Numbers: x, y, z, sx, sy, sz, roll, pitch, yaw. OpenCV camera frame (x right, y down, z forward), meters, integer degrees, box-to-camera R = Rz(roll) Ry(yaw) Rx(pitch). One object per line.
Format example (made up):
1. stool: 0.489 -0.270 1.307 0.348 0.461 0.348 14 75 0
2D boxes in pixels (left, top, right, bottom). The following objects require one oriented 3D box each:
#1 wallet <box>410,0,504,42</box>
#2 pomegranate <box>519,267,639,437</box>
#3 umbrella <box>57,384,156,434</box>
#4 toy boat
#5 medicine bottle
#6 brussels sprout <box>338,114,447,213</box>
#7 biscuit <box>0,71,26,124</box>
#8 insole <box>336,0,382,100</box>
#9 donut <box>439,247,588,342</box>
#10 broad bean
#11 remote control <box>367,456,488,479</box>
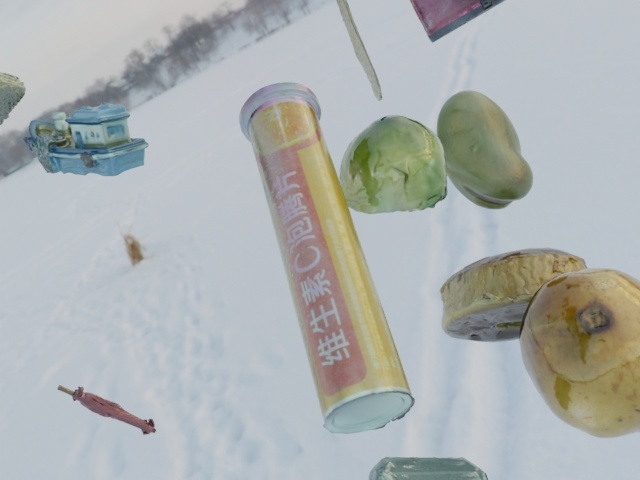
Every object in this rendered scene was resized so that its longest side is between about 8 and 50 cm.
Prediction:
1. wallet: 0.275 -0.466 1.260 0.232 0.119 0.025 -27 3 20
2. pomegranate: 0.475 0.181 1.191 0.307 0.307 0.307 -26 17 9
3. umbrella: -0.322 0.255 1.070 0.025 0.165 0.027 -20 41 56
4. toy boat: -0.364 -0.157 1.056 0.238 0.098 0.109 8 24 37
5. medicine bottle: 0.000 0.000 0.800 0.108 0.108 0.426 -26 55 11
6. brussels sprout: 0.093 -0.105 0.944 0.151 0.122 0.149 0 16 20
7. biscuit: -0.590 -0.225 1.121 0.147 0.046 0.250 -44 -10 9
8. insole: 0.052 -0.335 1.141 0.011 0.248 0.081 -20 -15 0
9. donut: 0.410 0.113 1.480 0.330 0.330 0.160 -16 62 36
10. broad bean: 0.333 -0.188 1.473 0.189 0.263 0.121 -13 -19 -19
11. remote control: 0.191 0.415 1.198 0.052 0.247 0.104 -63 35 25
